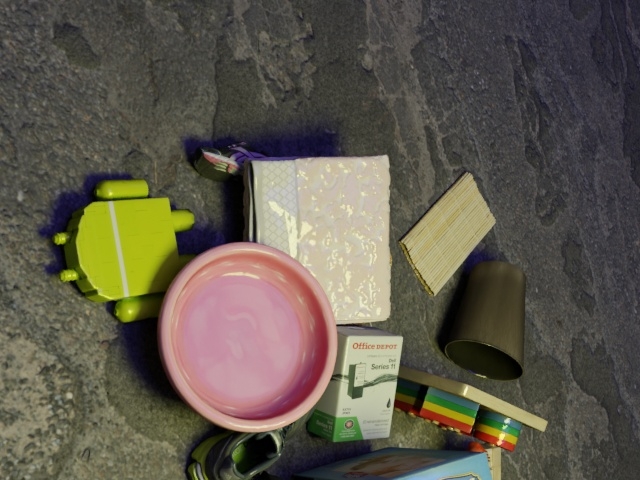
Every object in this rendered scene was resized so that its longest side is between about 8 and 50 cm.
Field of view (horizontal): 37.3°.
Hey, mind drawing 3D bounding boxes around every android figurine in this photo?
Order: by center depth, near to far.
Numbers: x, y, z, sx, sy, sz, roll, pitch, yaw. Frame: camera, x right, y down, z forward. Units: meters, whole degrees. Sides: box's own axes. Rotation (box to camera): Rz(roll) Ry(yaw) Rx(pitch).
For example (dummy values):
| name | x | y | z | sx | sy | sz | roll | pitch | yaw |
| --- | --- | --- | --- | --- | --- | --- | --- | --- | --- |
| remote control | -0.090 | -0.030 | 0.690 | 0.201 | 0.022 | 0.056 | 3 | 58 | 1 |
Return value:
| name | x | y | z | sx | sy | sz | roll | pitch | yaw |
| --- | --- | --- | --- | --- | --- | --- | --- | --- | --- |
| android figurine | -0.329 | 0.015 | 1.628 | 0.272 | 0.056 | 0.248 | -10 | 87 | -44 |

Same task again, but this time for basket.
| name | x | y | z | sx | sy | sz | roll | pitch | yaw |
| --- | --- | --- | --- | --- | --- | --- | --- | --- | --- |
| basket | 0.389 | 0.174 | 2.148 | 0.204 | 0.154 | 0.227 | 36 | 55 | -30 |

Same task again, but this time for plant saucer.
| name | x | y | z | sx | sy | sz | roll | pitch | yaw |
| --- | --- | --- | --- | --- | --- | --- | --- | --- | --- |
| plant saucer | -0.132 | 0.171 | 1.663 | 0.332 | 0.084 | 0.332 | 8 | 71 | -25 |

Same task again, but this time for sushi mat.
| name | x | y | z | sx | sy | sz | roll | pitch | yaw |
| --- | --- | --- | --- | --- | --- | --- | --- | --- | --- |
| sushi mat | 0.301 | -0.019 | 2.202 | 0.316 | 0.019 | 0.151 | -44 | 109 | -38 |

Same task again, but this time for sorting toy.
| name | x | y | z | sx | sy | sz | roll | pitch | yaw |
| --- | --- | --- | --- | --- | --- | --- | --- | --- | --- |
| sorting toy | 0.283 | 0.350 | 1.952 | 0.257 | 0.255 | 0.089 | 28 | 79 | -33 |

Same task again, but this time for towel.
| name | x | y | z | sx | sy | sz | roll | pitch | yaw |
| --- | --- | --- | --- | --- | --- | --- | --- | --- | --- |
| towel | 0.000 | 0.000 | 1.830 | 0.317 | 0.053 | 0.332 | -3 | 96 | -28 |

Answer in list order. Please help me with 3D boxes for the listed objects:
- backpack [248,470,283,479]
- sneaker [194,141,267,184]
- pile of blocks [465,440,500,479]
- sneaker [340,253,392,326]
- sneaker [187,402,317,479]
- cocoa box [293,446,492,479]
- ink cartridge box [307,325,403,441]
| name | x | y | z | sx | sy | sz | roll | pitch | yaw |
| --- | --- | --- | --- | --- | --- | --- | --- | --- | --- |
| backpack | -0.115 | 0.512 | 1.654 | 0.182 | 0.115 | 0.152 | -40 | 108 | -36 |
| sneaker | -0.169 | -0.155 | 1.812 | 0.178 | 0.072 | 0.077 | 16 | 56 | -45 |
| pile of blocks | 0.291 | 0.482 | 1.942 | 0.362 | 0.149 | 0.113 | -23 | 112 | -76 |
| sneaker | 0.089 | 0.098 | 1.962 | 0.069 | 0.084 | 0.185 | 28 | 88 | -12 |
| sneaker | -0.094 | 0.351 | 1.704 | 0.300 | 0.121 | 0.111 | -39 | 106 | -39 |
| cocoa box | 0.135 | 0.505 | 1.689 | 0.231 | 0.347 | 0.228 | -9 | 84 | -27 |
| ink cartridge box | 0.069 | 0.277 | 1.849 | 0.153 | 0.087 | 0.208 | 4 | 94 | -39 |
